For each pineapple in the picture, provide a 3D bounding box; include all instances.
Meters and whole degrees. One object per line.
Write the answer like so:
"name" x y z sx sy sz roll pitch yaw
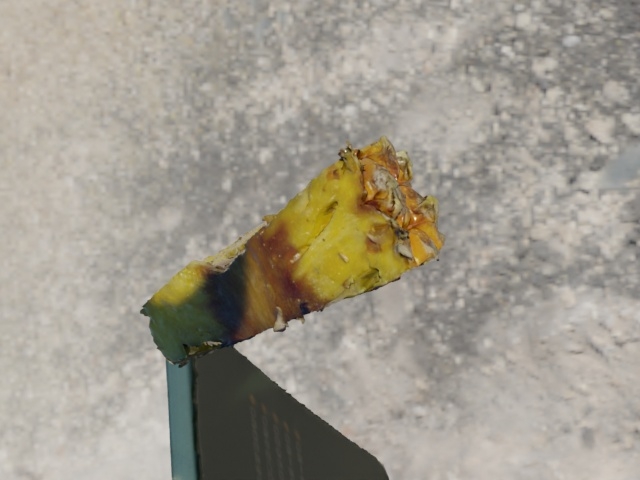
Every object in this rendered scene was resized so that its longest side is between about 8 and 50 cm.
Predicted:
"pineapple" 0.000 0.001 0.752 0.233 0.135 0.079 -27 86 46

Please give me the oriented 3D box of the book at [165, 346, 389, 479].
"book" -0.015 0.239 0.979 0.043 0.371 0.260 -20 54 17
